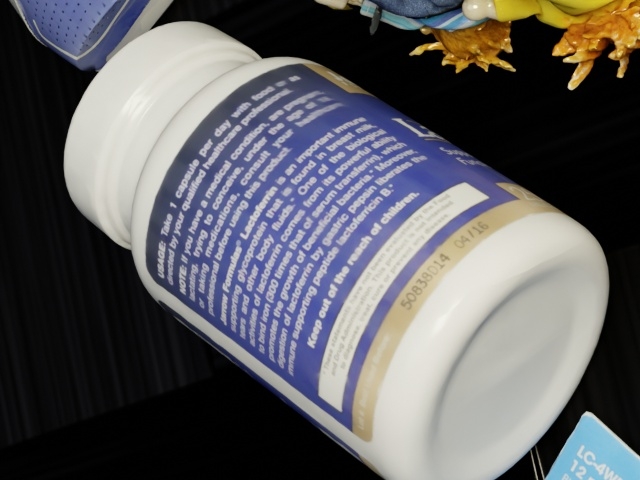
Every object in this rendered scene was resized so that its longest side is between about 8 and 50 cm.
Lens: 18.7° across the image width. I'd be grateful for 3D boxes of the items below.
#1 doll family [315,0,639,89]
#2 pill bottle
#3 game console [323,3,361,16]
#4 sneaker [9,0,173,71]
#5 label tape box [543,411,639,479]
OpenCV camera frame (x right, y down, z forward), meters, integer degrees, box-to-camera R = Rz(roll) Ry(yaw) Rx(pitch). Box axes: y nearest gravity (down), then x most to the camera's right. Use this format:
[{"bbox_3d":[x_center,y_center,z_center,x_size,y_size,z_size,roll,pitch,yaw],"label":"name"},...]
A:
[{"bbox_3d":[0.073,-0.131,0.916,0.263,0.163,0.118,-2,76,28],"label":"doll family"},{"bbox_3d":[0.000,0.000,0.977,0.265,0.153,0.153,35,110,33],"label":"pill bottle"},{"bbox_3d":[-0.045,-0.301,1.089,0.361,0.044,0.213,42,114,29],"label":"game console"},{"bbox_3d":[-0.226,-0.230,1.141,0.127,0.182,0.315,-50,61,28],"label":"sneaker"},{"bbox_3d":[0.098,0.293,0.922,0.249,0.115,0.347,43,116,30],"label":"label tape box"}]
